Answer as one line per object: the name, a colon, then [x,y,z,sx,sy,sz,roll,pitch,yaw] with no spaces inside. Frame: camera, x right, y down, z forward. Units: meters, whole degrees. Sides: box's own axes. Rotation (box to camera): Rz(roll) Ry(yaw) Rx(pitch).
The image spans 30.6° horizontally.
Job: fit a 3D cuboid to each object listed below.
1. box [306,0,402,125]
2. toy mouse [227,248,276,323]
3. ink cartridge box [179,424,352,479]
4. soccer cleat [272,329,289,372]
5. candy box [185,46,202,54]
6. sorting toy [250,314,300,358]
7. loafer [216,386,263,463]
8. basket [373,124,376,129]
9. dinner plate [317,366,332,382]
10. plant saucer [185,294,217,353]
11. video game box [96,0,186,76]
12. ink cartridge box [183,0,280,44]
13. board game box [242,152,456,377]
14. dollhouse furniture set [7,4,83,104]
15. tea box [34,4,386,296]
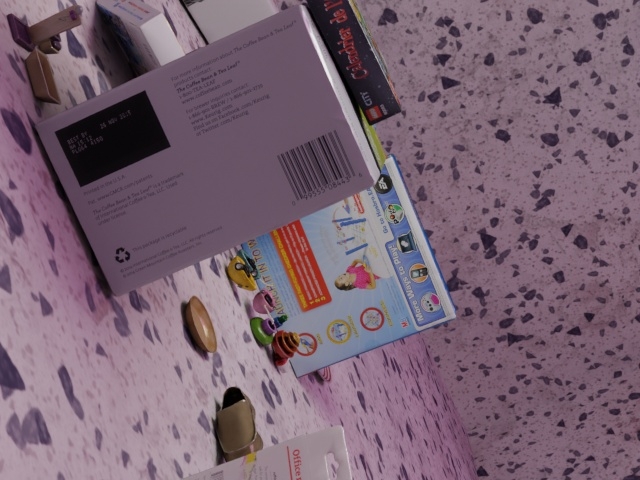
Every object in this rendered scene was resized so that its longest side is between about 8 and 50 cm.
box: [0.020,-0.267,1.352,0.159,0.044,0.233,-101,164,-58]
toy mouse: [-0.111,0.071,1.909,0.161,0.031,0.143,60,8,13]
ink cartridge box: [-0.050,0.286,1.256,0.115,0.198,0.067,-100,165,-50]
soccer cleat: [-0.065,0.186,1.966,0.083,0.029,0.035,-95,170,-50]
candy box: [-0.218,-0.265,2.025,0.186,0.053,0.109,-76,143,-73]
sorting toy: [-0.068,0.149,1.906,0.102,0.042,0.061,42,25,-37]
loafer: [-0.110,0.238,1.500,0.050,0.056,0.148,64,0,-22]
basket: [-0.060,-0.146,1.909,0.201,0.289,0.255,62,12,14]
dinner plate: [-0.012,0.211,2.251,0.141,0.017,0.141,-21,90,-82]
plant saucer: [-0.163,0.115,1.576,0.083,0.015,0.083,-21,90,-81]
video game box: [-0.233,-0.255,1.706,0.187,0.048,0.205,34,-24,52]
ink cartridge box: [-0.239,-0.621,2.365,0.395,0.166,0.285,58,14,-51]
board game box: [0.044,0.044,2.056,0.086,0.302,0.308,-53,122,-80]
dollhouse furniture set: [-0.293,-0.214,1.357,0.091,0.081,0.114,40,30,-72]
tea box: [-0.112,-0.118,1.414,0.323,0.329,0.220,-62,128,-78]
